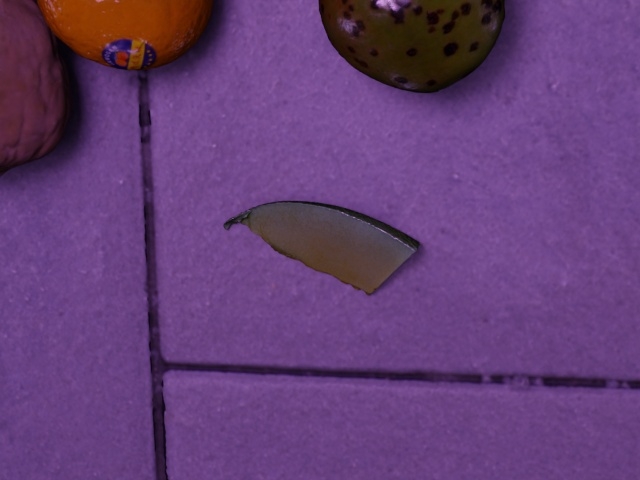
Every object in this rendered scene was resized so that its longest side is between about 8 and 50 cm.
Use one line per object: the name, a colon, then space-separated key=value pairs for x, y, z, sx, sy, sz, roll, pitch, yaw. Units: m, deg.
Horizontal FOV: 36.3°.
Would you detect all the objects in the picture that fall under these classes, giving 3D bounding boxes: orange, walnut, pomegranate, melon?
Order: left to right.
walnut: x=-0.442 y=-0.205 z=1.231 sx=0.273 sy=0.227 sz=0.273 roll=2 pitch=103 yaw=8
orange: x=-0.237 y=-0.314 z=1.185 sx=0.219 sy=0.219 sz=0.193 roll=32 pitch=145 yaw=5
melon: x=-0.001 y=0.000 z=1.277 sx=0.262 sy=0.053 sz=0.114 roll=15 pitch=118 yaw=12
pomegranate: x=0.117 y=-0.317 z=1.121 sx=0.231 sy=0.231 sz=0.285 roll=26 pitch=91 yaw=6
